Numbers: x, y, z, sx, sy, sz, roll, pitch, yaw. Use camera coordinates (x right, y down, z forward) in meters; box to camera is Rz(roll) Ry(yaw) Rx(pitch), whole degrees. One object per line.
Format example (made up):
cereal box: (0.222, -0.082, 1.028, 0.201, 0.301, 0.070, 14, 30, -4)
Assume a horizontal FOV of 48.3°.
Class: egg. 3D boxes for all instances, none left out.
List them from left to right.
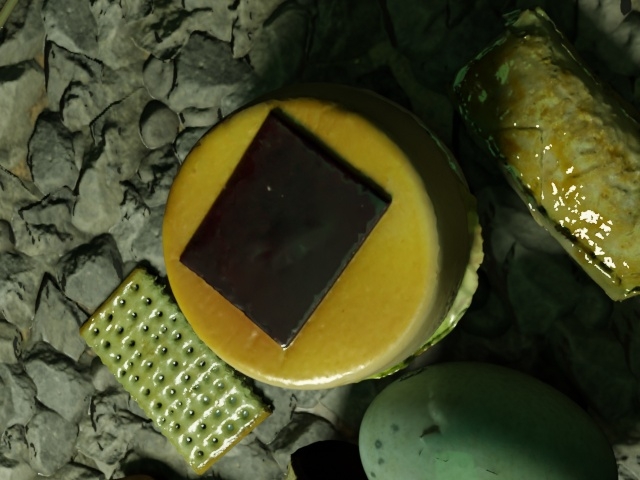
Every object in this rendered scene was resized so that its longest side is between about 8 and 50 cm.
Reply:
egg: (0.150, 0.197, 0.645, 0.236, 0.169, 0.169, 16, 104, -11)

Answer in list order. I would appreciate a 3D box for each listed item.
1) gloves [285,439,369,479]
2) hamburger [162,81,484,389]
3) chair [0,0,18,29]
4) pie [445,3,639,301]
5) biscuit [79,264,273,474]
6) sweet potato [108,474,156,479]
gloves: (0.011, 0.371, 0.735, 0.154, 0.141, 0.331, 1, 104, -15)
hamburger: (0.000, 0.000, 0.669, 0.300, 0.176, 0.300, 3, 100, 19)
chair: (-0.428, -0.230, 0.824, 0.095, 0.104, 0.221, 33, 105, -7)
pie: (0.229, -0.079, 0.642, 0.128, 0.068, 0.282, -39, 81, 18)
biscuit: (-0.175, 0.151, 0.835, 0.139, 0.016, 0.231, -44, 83, 20)
sweet potato: (-0.159, 0.323, 0.835, 0.218, 0.051, 0.065, 10, 99, 17)
